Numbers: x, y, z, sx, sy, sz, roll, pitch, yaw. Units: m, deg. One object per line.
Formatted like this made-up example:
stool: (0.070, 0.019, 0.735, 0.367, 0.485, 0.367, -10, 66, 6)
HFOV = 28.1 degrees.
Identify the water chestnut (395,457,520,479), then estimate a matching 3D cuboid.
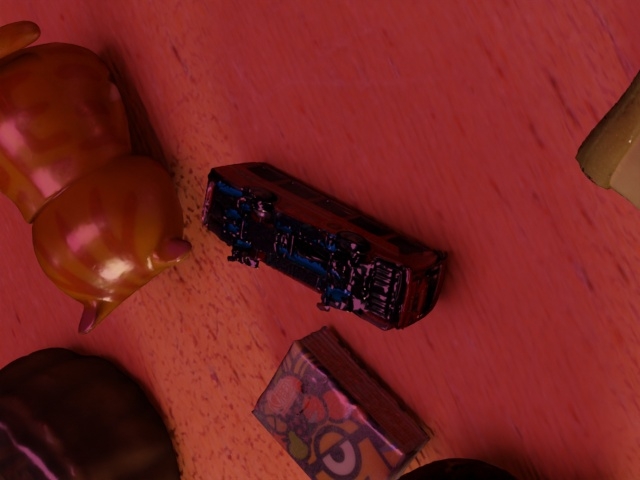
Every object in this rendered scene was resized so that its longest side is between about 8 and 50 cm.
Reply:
water chestnut: (0.121, 0.279, 1.018, 0.223, 0.224, 0.238, 50, 131, 16)

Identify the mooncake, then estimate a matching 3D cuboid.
mooncake: (-0.291, 0.266, 1.374, 0.290, 0.161, 0.290, 13, 113, 34)

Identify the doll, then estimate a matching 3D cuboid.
doll: (-0.236, -0.065, 1.233, 0.167, 0.162, 0.269, -38, 89, 25)

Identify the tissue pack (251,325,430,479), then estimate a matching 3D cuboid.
tissue pack: (0.017, 0.168, 1.163, 0.148, 0.060, 0.108, 45, 126, 21)

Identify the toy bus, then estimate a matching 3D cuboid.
toy bus: (0.000, 0.000, 1.100, 0.235, 0.096, 0.073, 27, 118, 30)

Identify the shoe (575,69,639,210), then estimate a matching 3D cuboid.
shoe: (0.269, -0.095, 0.823, 0.128, 0.140, 0.262, 41, 151, 1)
